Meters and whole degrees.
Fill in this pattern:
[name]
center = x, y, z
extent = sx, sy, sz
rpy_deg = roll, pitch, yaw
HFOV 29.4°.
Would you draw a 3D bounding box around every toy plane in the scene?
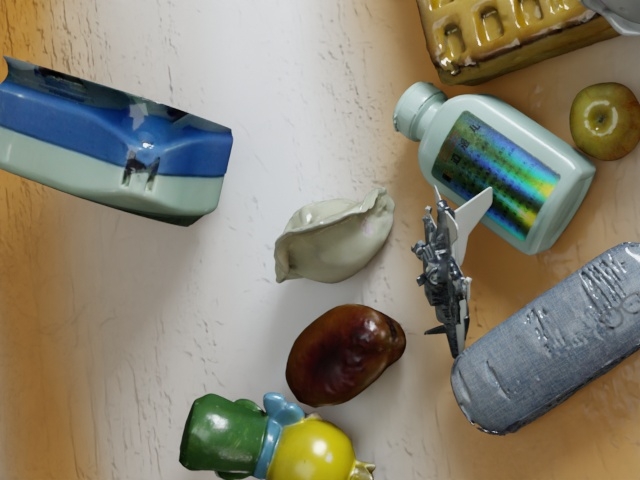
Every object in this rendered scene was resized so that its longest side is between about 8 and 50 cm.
[toy plane]
center = 0.136, 0.044, 1.351
extent = 0.160, 0.082, 0.234
rpy_deg = -112, 24, -57

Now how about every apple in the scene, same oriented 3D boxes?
[apple]
center = 0.303, -0.127, 1.296
extent = 0.084, 0.071, 0.084
rpy_deg = 0, 90, 31

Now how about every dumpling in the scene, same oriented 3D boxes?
[dumpling]
center = -0.001, 0.002, 1.437
extent = 0.169, 0.134, 0.100
rpy_deg = -13, 84, 32

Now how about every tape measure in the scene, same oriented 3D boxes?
[tape measure]
center = -0.246, -0.112, 1.509
extent = 0.259, 0.262, 0.138
rpy_deg = 21, 93, 29

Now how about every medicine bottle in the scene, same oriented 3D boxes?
[medicine bottle]
center = 0.183, -0.094, 1.359
extent = 0.229, 0.083, 0.121
rpy_deg = 38, 118, 24

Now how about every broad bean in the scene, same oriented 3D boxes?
[broad bean]
center = 0.024, 0.138, 1.452
extent = 0.165, 0.084, 0.114
rpy_deg = -39, 36, 25

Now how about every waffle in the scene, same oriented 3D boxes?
[waffle]
center = 0.197, -0.353, 1.347
extent = 0.224, 0.098, 0.328
rpy_deg = -18, 80, 28

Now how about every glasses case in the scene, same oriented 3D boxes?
[glasses case]
center = 0.263, 0.110, 1.323
extent = 0.282, 0.067, 0.109
rpy_deg = -38, 70, 23

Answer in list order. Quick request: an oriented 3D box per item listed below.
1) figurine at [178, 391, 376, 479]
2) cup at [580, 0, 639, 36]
[figurine]
center = -0.053, 0.263, 1.487
extent = 0.234, 0.185, 0.127
rpy_deg = 11, 71, -8
[cup]
center = 0.339, -0.294, 1.191
extent = 0.299, 0.167, 0.173
rpy_deg = 34, 81, -11
